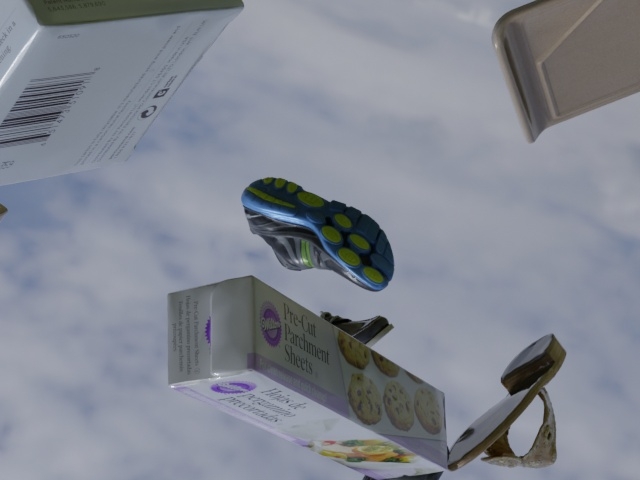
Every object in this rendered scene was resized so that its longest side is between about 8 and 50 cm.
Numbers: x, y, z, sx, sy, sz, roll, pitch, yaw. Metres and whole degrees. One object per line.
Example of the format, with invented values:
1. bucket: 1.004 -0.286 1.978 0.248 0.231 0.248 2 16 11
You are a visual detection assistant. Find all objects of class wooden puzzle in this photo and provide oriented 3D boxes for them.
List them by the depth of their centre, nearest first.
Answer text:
1. wooden puzzle: 0.279 -0.197 1.579 0.221 0.239 0.044 56 -170 -63

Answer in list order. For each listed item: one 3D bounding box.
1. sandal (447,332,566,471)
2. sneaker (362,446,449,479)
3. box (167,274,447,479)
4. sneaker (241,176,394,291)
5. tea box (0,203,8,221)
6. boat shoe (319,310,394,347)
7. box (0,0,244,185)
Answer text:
1. sandal: 0.196 0.172 1.577 0.079 0.088 0.240 51 -147 -4
2. sneaker: 0.087 0.286 1.517 0.162 0.281 0.106 36 -135 3
3. box: 0.001 0.103 1.164 0.063 0.067 0.324 -12 157 23
4. sneaker: 0.000 0.000 1.731 0.188 0.078 0.067 28 -129 27
5. tea box: -0.632 -0.026 2.224 0.323 0.220 0.329 36 -170 -3
6. boat shoe: 0.002 0.121 2.033 0.075 0.206 0.065 -33 -85 -45
7. box: -0.183 -0.137 1.135 0.182 0.181 0.119 -15 -114 -47
